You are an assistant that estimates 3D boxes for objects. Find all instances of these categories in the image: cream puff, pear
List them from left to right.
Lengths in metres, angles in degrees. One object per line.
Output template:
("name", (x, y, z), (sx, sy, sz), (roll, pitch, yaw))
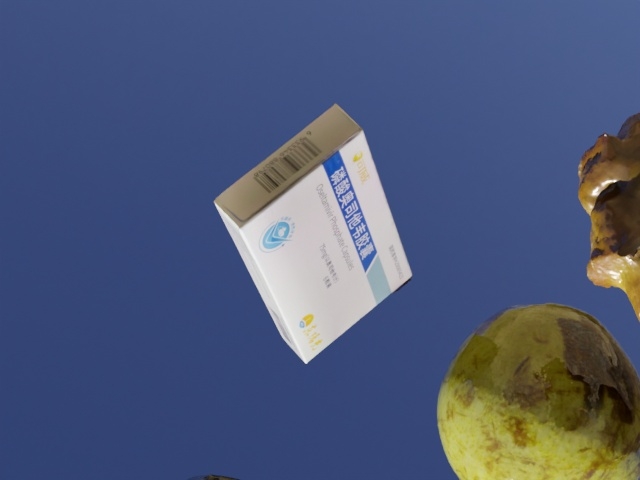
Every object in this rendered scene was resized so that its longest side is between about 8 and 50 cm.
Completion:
("pear", (0.282, 0.214, 1.940), (0.283, 0.284, 0.284), (19, -147, -13))
("cream puff", (0.391, -0.026, 1.667), (0.241, 0.269, 0.155), (9, 163, 19))

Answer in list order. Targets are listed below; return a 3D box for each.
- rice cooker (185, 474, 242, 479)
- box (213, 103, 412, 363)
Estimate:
("rice cooker", (-0.071, 0.256, 1.245), (0.112, 0.106, 0.165), (14, -171, -26))
("box", (0.000, 0.000, 1.992), (0.200, 0.343, 0.065), (-39, -124, -12))
